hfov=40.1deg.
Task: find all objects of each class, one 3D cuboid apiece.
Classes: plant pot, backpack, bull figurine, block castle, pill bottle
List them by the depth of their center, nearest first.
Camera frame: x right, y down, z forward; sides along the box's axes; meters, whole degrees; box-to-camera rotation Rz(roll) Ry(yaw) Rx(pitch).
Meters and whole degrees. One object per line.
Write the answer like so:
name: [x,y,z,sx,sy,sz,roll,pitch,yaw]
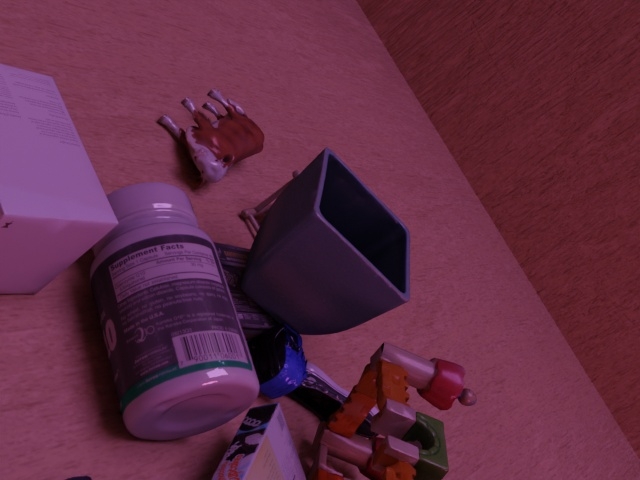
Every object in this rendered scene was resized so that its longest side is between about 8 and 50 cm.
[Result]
pill bottle: [-0.237,0.102,1.347,0.204,0.204,0.361,20,41,-50]
block castle: [0.130,0.414,1.398,0.213,0.303,0.453,25,29,-13]
backpack: [-0.072,0.227,1.597,0.101,0.098,0.120,41,27,-29]
plant pot: [-0.006,0.033,1.639,0.248,0.252,0.247,43,26,-20]
bull figurine: [-0.229,-0.220,1.884,0.188,0.101,0.310,52,26,1]

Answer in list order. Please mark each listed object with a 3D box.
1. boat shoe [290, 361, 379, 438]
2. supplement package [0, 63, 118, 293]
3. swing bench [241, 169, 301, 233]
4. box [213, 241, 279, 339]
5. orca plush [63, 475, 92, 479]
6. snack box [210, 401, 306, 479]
boat shoe: [0.028,0.322,1.678,0.228,0.080,0.076,43,33,-19]
supplement package: [-0.456,-0.085,1.214,0.199,0.198,0.262,4,54,-59]
swing bench: [0.000,0.000,1.938,0.253,0.165,0.255,60,21,14]
box: [-0.152,0.098,1.670,0.231,0.056,0.183,12,47,-55]
orca plush: [-0.269,0.375,1.134,0.151,0.102,0.287,15,-3,26]
snack box: [-0.088,0.390,1.286,0.322,0.060,0.187,-57,130,-74]
